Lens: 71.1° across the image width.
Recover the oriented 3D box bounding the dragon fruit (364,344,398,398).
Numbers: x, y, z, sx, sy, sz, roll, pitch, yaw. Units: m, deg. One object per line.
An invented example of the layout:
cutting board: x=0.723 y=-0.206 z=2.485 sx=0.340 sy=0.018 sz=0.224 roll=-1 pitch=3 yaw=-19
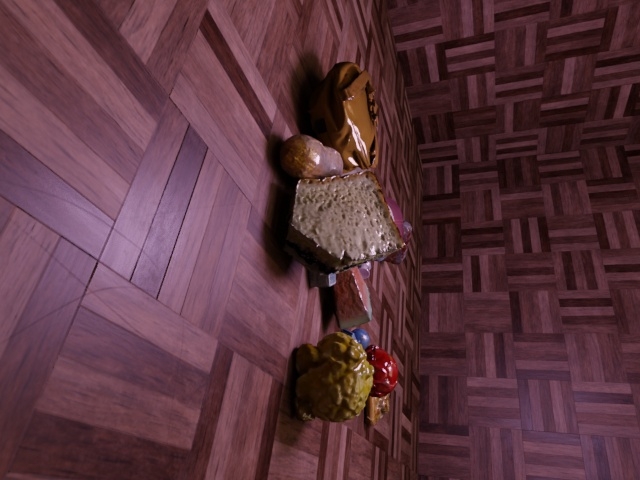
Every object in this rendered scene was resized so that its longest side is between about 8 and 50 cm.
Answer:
dragon fruit: x=0.220 y=0.518 z=1.753 sx=0.172 sy=0.172 sz=0.209 roll=48 pitch=50 yaw=-59

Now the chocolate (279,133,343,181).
chocolate: x=-0.018 y=-0.225 z=1.293 sx=0.309 sy=0.134 sz=0.134 roll=14 pitch=74 yaw=-69

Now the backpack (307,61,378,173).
backpack: x=0.087 y=-0.410 z=1.509 sx=0.378 sy=0.201 sz=0.353 roll=-68 pitch=147 yaw=-45

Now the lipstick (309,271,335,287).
lipstick: x=0.000 y=0.000 z=1.375 sx=0.077 sy=0.076 sz=0.289 roll=-12 pitch=98 yaw=-71

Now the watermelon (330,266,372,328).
watermelon: x=0.085 y=0.137 z=1.500 sx=0.193 sy=0.140 sz=0.256 roll=-97 pitch=171 yaw=-71

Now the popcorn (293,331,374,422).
popcorn: x=0.025 y=0.384 z=1.233 sx=0.237 sy=0.252 sz=0.206 roll=58 pitch=-16 yaw=21

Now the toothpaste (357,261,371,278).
toothpaste: x=0.195 y=0.041 z=1.932 sx=0.323 sy=0.066 sz=0.100 roll=-73 pitch=150 yaw=-54

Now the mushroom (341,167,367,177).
mushroom: x=0.124 y=-0.245 z=1.707 sx=0.225 sy=0.093 sz=0.116 roll=-30 pitch=100 yaw=-48

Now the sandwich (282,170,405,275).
sandwich: x=0.044 y=-0.044 z=1.233 sx=0.325 sy=0.131 sz=0.262 roll=-13 pitch=74 yaw=-30

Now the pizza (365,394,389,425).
pizza: x=0.259 y=0.662 z=1.963 sx=0.223 sy=0.089 sz=0.323 roll=58 pitch=35 yaw=-47

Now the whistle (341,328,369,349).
whistle: x=0.139 y=0.363 z=1.682 sx=0.090 sy=0.090 sz=0.158 roll=-75 pitch=152 yaw=-42

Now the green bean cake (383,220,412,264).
green bean cake: x=0.353 y=-0.007 z=2.276 sx=0.097 sy=0.199 sz=0.232 roll=-36 pitch=136 yaw=-57

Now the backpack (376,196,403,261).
backpack: x=0.230 y=-0.063 z=1.831 sx=0.317 sy=0.197 sz=0.283 roll=-7 pitch=91 yaw=-60
